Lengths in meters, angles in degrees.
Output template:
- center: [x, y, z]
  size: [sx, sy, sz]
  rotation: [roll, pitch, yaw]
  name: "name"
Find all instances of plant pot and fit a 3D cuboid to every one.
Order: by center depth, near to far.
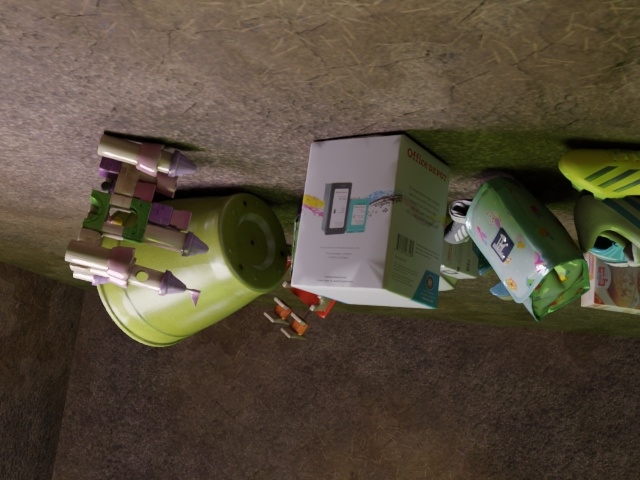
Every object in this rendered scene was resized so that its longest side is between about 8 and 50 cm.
- center: [-0.282, 0.042, 1.917]
  size: [0.353, 0.367, 0.366]
  rotation: [-17, 156, 35]
  name: "plant pot"

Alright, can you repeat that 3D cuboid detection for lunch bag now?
- center: [0.397, 0.010, 1.541]
  size: [0.160, 0.223, 0.262]
  rotation: [-33, 152, 9]
  name: "lunch bag"

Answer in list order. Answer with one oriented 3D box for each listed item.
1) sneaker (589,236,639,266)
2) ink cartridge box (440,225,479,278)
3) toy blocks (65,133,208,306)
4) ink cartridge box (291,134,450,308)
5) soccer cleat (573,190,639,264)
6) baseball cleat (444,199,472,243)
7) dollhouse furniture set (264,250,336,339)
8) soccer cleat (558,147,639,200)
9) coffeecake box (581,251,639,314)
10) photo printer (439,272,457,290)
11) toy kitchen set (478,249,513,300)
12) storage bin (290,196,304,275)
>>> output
- center: [0.672, 0.003, 1.704]
  size: [0.110, 0.107, 0.275]
  rotation: [23, 162, -23]
  name: "sneaker"
- center: [0.318, 0.026, 1.984]
  size: [0.060, 0.104, 0.180]
  rotation: [-4, 164, 44]
  name: "ink cartridge box"
- center: [-0.350, -0.027, 1.650]
  size: [0.260, 0.289, 0.309]
  rotation: [14, 164, -10]
  name: "toy blocks"
- center: [0.096, -0.029, 1.444]
  size: [0.197, 0.270, 0.198]
  rotation: [0, 166, 35]
  name: "ink cartridge box"
- center: [0.641, -0.020, 1.495]
  size: [0.331, 0.143, 0.116]
  rotation: [4, 168, 10]
  name: "soccer cleat"
- center: [0.312, -0.048, 1.767]
  size: [0.109, 0.072, 0.206]
  rotation: [26, 157, -19]
  name: "baseball cleat"
- center: [-0.055, 0.125, 2.368]
  size: [0.259, 0.262, 0.135]
  rotation: [39, -172, 31]
  name: "dollhouse furniture set"
- center: [0.533, -0.117, 1.300]
  size: [0.289, 0.093, 0.121]
  rotation: [12, 137, -3]
  name: "soccer cleat"
- center: [0.757, 0.105, 2.017]
  size: [0.185, 0.142, 0.068]
  rotation: [8, 167, -8]
  name: "coffeecake box"
- center: [0.240, 0.067, 2.208]
  size: [0.256, 0.107, 0.307]
  rotation: [2, 167, 21]
  name: "photo printer"
- center: [0.490, 0.033, 2.028]
  size: [0.207, 0.166, 0.122]
  rotation: [-36, 154, 14]
  name: "toy kitchen set"
- center: [0.000, 0.000, 1.834]
  size: [0.122, 0.180, 0.084]
  rotation: [7, -147, 0]
  name: "storage bin"
